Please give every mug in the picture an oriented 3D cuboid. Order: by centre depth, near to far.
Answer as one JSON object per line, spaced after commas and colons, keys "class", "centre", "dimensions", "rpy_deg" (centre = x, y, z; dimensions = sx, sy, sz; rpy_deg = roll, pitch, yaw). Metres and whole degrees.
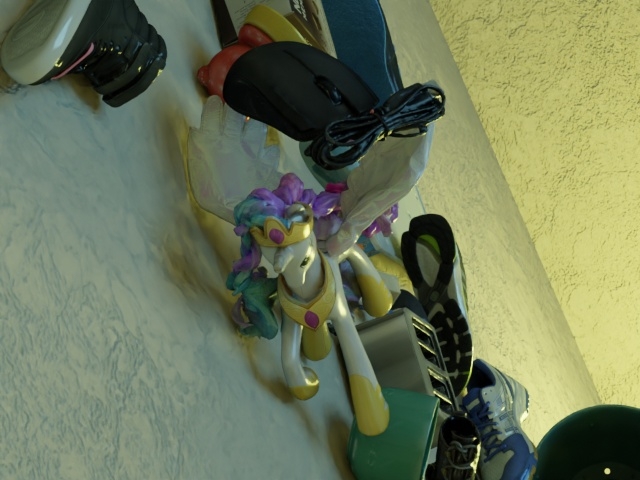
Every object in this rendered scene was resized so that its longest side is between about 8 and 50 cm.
{"class": "mug", "centre": [0.087, 0.261, 1.597], "dimensions": [0.129, 0.097, 0.158], "rpy_deg": [-63, 163, -58]}

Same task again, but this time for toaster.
{"class": "toaster", "centre": [0.110, 0.194, 1.751], "dimensions": [0.185, 0.110, 0.168], "rpy_deg": [37, 33, -58]}

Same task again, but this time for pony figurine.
{"class": "pony figurine", "centre": [0.000, 0.000, 1.485], "dimensions": [0.363, 0.302, 0.351], "rpy_deg": [71, 18, -44]}

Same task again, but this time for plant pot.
{"class": "plant pot", "centre": [0.508, 0.454, 2.203], "dimensions": [0.235, 0.293, 0.293], "rpy_deg": [62, 10, -67]}

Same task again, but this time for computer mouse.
{"class": "computer mouse", "centre": [-0.008, -0.175, 1.437], "dimensions": [0.272, 0.188, 0.072], "rpy_deg": [27, -46, 42]}

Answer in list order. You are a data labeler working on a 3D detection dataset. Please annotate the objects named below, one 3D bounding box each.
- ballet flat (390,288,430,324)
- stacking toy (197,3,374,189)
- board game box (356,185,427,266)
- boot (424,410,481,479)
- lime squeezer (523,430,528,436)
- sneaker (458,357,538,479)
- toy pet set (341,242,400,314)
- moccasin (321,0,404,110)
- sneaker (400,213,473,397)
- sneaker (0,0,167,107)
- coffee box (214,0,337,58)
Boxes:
{"class": "ballet flat", "centre": [0.138, 0.164, 1.952], "dimensions": [0.074, 0.074, 0.203], "rpy_deg": [30, 41, -63]}
{"class": "stacking toy", "centre": [-0.031, -0.139, 1.735], "dimensions": [0.309, 0.130, 0.279], "rpy_deg": [45, -14, 7]}
{"class": "board game box", "centre": [0.092, -0.112, 2.208], "dimensions": [0.390, 0.050, 0.390], "rpy_deg": [29, 40, -63]}
{"class": "boot", "centre": [0.148, 0.341, 1.524], "dimensions": [0.263, 0.091, 0.229], "rpy_deg": [-84, -177, -75]}
{"class": "lime squeezer", "centre": [0.349, 0.407, 2.320], "dimensions": [0.310, 0.058, 0.110], "rpy_deg": [-35, 131, -74]}
{"class": "sneaker", "centre": [0.287, 0.324, 2.172], "dimensions": [0.131, 0.112, 0.296], "rpy_deg": [40, 25, -20]}
{"class": "toy pet set", "centre": [0.055, 0.067, 1.883], "dimensions": [0.114, 0.065, 0.122], "rpy_deg": [19, 35, -19]}
{"class": "moccasin", "centre": [0.063, -0.292, 2.106], "dimensions": [0.117, 0.137, 0.342], "rpy_deg": [-73, 150, -71]}
{"class": "sneaker", "centre": [0.203, 0.109, 2.066], "dimensions": [0.121, 0.111, 0.300], "rpy_deg": [11, 76, -70]}
{"class": "sneaker", "centre": [-0.222, -0.190, 1.263], "dimensions": [0.147, 0.104, 0.296], "rpy_deg": [53, 17, -23]}
{"class": "coffee box", "centre": [-0.084, -0.387, 1.921], "dimensions": [0.168, 0.118, 0.297], "rpy_deg": [43, 28, -54]}
